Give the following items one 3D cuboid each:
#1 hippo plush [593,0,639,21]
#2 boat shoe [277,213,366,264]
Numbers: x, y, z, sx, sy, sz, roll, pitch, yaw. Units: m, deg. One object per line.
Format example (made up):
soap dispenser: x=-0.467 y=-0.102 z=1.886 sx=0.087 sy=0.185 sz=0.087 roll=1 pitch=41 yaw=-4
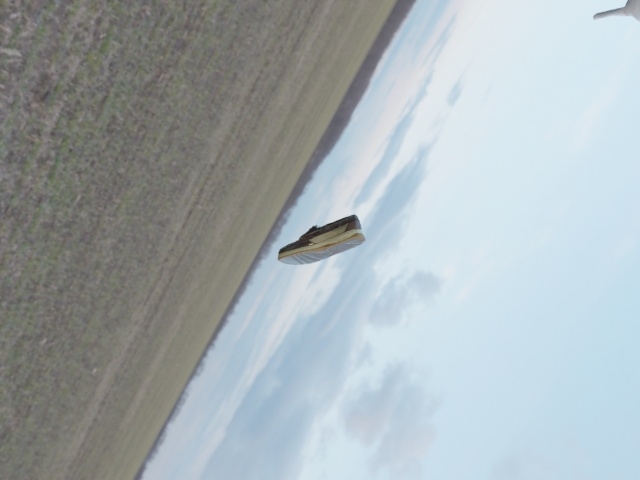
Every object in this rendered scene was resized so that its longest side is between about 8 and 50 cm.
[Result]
hippo plush: x=0.867 y=-0.542 z=1.494 sx=0.234 sy=0.294 sz=0.236 roll=61 pitch=13 yaw=-75
boat shoe: x=0.000 y=0.000 z=0.985 sx=0.056 sy=0.152 sz=0.049 roll=34 pitch=45 yaw=-56
